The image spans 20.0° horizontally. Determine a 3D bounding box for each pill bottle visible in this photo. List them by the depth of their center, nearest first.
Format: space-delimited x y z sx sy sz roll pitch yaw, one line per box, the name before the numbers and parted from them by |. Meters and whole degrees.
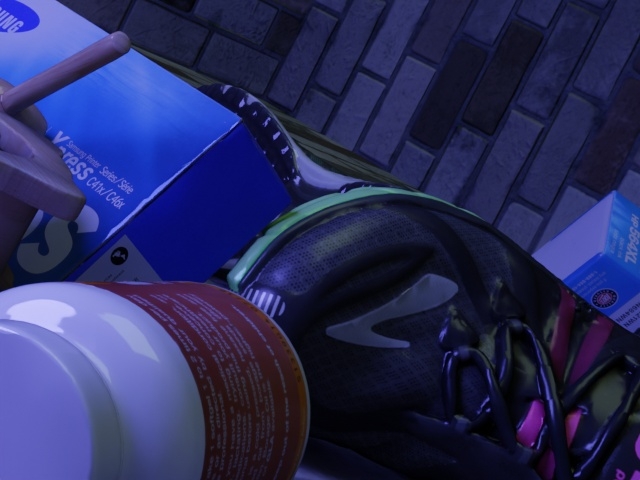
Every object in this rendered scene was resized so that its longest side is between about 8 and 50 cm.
pill bottle | -0.090 0.076 0.738 0.121 0.121 0.216 29 7 15

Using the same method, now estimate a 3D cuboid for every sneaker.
sneaker | 0.144 0.106 1.158 0.483 0.185 0.202 22 5 -30
sneaker | 0.000 0.000 1.609 0.410 0.158 0.182 34 0 38

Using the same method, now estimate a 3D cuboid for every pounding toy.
pounding toy | -0.199 -0.074 0.953 0.154 0.154 0.269 29 5 -19

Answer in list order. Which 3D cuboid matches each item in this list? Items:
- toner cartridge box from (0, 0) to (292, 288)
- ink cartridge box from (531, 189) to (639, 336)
toner cartridge box | -0.183 -0.059 1.163 0.348 0.165 0.075 34 -19 47
ink cartridge box | 0.260 0.077 1.471 0.203 0.148 0.086 35 41 -14
